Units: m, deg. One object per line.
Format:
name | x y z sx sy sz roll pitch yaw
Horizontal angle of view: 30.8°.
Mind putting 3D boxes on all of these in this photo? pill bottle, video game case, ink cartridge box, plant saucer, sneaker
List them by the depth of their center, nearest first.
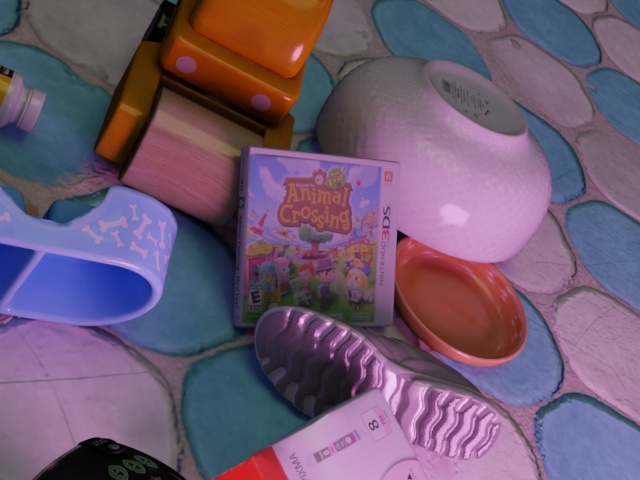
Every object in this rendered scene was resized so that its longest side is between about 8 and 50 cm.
ink cartridge box | 0.017 0.262 1.078 0.232 0.066 0.189 -20 80 -52
pill bottle | -0.355 -0.158 1.233 0.116 0.065 0.065 22 41 -20
sneaker | 0.053 0.148 1.246 0.281 0.105 0.115 28 12 -11
video game case | 0.000 0.000 1.293 0.212 0.023 0.193 3 90 -36
plant saucer | 0.164 0.076 1.430 0.200 0.037 0.200 22 40 -20

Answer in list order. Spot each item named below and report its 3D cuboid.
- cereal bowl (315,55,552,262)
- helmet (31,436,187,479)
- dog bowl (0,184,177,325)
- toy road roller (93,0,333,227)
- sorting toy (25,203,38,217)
cereal bowl | 0.170 -0.134 1.533 0.339 0.141 0.339 24 33 -17
helmet | -0.155 0.254 0.901 0.161 0.169 0.169 41 36 22
dog bowl | -0.273 0.007 1.061 0.297 0.166 0.074 12 56 -29
toy road roller | -0.104 -0.202 1.332 0.202 0.241 0.330 25 40 -15
sorting toy | -0.301 -0.015 1.173 0.083 0.012 0.062 12 40 -25
